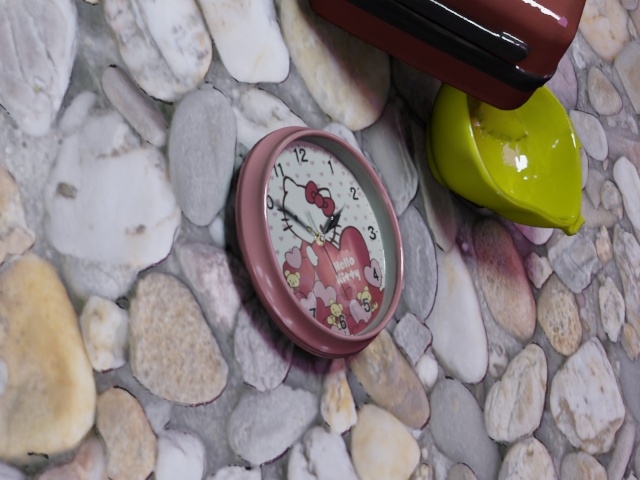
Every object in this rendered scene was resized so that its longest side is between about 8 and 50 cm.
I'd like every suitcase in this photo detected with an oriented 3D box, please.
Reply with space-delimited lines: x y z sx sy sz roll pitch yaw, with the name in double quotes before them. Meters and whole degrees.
"suitcase" 0.151 -0.302 1.582 0.297 0.161 0.236 28 47 -6

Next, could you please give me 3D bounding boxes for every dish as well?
"dish" 0.214 -0.112 1.720 0.262 0.108 0.221 31 52 -41

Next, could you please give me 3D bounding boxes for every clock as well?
"clock" -0.001 0.001 1.429 0.244 0.056 0.244 22 60 -45
